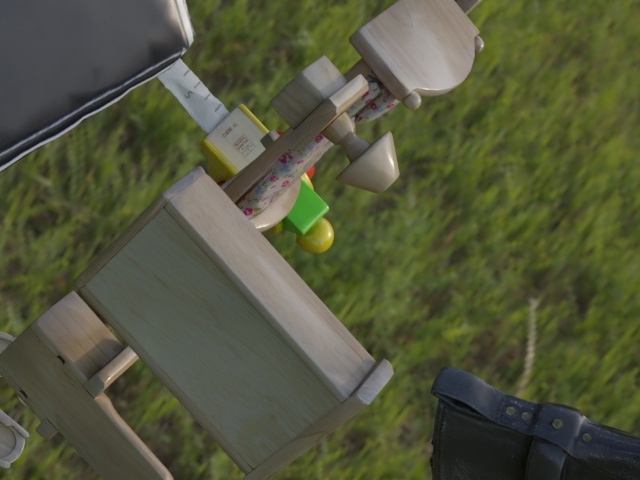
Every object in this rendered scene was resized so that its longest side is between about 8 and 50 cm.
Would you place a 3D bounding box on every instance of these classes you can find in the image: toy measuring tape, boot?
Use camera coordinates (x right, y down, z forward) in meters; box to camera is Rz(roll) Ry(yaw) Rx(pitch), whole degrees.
[{"bbox_3d":[-0.109,-0.108,1.672,0.330,0.121,0.121,46,31,-5],"label":"toy measuring tape"},{"bbox_3d":[0.179,0.174,0.919,0.229,0.263,0.091,8,48,22],"label":"boot"}]

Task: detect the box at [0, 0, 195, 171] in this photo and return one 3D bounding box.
[{"bbox_3d":[-0.366,-0.280,0.751,0.297,0.480,0.472,-34,36,-29],"label":"box"}]

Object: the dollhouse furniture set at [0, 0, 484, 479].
[{"bbox_3d":[0.000,0.000,1.057,0.174,0.303,0.355,49,36,-1],"label":"dollhouse furniture set"}]

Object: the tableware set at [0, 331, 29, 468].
[{"bbox_3d":[-0.405,0.194,1.906,0.141,0.020,0.168,34,62,7],"label":"tableware set"}]
